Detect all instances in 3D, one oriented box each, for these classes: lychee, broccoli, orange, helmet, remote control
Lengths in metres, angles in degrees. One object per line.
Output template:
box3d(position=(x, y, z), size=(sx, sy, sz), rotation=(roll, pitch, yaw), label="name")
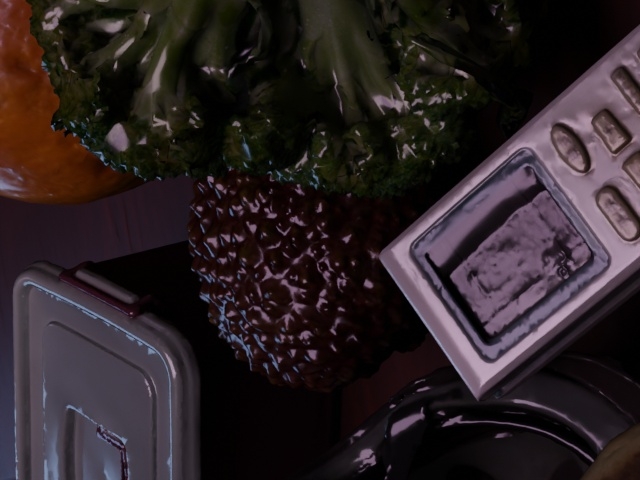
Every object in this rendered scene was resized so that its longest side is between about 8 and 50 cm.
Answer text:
box3d(position=(0.000, 0.000, 1.174), size=(0.188, 0.188, 0.188), rotation=(20, 119, 42), label="lychee")
box3d(position=(-0.020, -0.178, 1.026), size=(0.283, 0.304, 0.321), rotation=(106, 148, -78), label="broccoli")
box3d(position=(-0.169, -0.153, 1.247), size=(0.261, 0.261, 0.261), rotation=(20, 119, 42), label="orange")
box3d(position=(0.111, 0.203, 1.124), size=(0.305, 0.177, 0.225), rotation=(-27, 65, 15), label="helmet")
box3d(position=(0.160, -0.037, 1.003), size=(0.277, 0.055, 0.103), rotation=(-42, 71, 22), label="remote control")

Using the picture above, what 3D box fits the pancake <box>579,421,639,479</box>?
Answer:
box3d(position=(0.229, 0.198, 0.981), size=(0.031, 0.250, 0.250), rotation=(23, -134, -87), label="pancake")

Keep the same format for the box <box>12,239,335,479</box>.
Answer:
box3d(position=(-0.098, 0.145, 1.349), size=(0.193, 0.167, 0.294), rotation=(25, 122, 42), label="box")
